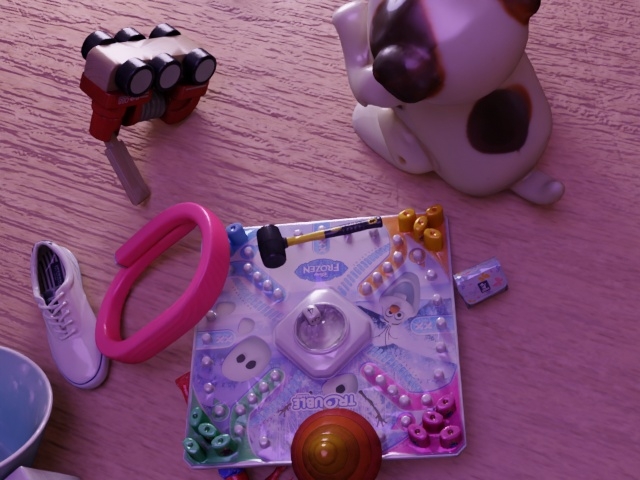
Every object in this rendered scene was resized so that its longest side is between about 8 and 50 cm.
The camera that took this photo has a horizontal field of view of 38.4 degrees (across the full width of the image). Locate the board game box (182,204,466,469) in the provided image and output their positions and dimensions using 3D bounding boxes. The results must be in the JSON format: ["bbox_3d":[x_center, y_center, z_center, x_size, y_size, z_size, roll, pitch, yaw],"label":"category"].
[{"bbox_3d":[0.001,0.126,1.328,0.390,0.050,0.390,-4,57,7],"label":"board game box"}]

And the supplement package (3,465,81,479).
[{"bbox_3d":[-0.399,0.404,1.318,0.105,0.179,0.105,-41,67,-3],"label":"supplement package"}]

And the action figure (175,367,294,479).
[{"bbox_3d":[-0.101,0.305,1.325,0.139,0.091,0.280,-28,66,13],"label":"action figure"}]

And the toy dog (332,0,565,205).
[{"bbox_3d":[0.175,-0.228,1.274,0.284,0.408,0.395,-29,66,4],"label":"toy dog"}]

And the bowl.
[{"bbox_3d":[-0.552,0.308,1.362,0.311,0.163,0.311,3,32,-2],"label":"bowl"}]

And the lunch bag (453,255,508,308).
[{"bbox_3d":[0.233,0.060,1.333,0.071,0.083,0.053,-26,67,3],"label":"lunch bag"}]

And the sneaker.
[{"bbox_3d":[-0.416,0.117,1.472,0.094,0.091,0.258,-28,67,3],"label":"sneaker"}]

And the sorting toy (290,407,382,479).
[{"bbox_3d":[0.031,0.385,1.115,0.127,0.126,0.366,-10,75,6],"label":"sorting toy"}]

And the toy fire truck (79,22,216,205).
[{"bbox_3d":[-0.291,-0.209,1.529,0.158,0.217,0.246,38,125,22],"label":"toy fire truck"}]

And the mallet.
[{"bbox_3d":[0.000,0.000,1.359,0.189,0.039,0.062,-7,56,2],"label":"mallet"}]

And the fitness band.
[{"bbox_3d":[-0.247,0.064,1.399,0.291,0.054,0.209,-37,44,27],"label":"fitness band"}]
